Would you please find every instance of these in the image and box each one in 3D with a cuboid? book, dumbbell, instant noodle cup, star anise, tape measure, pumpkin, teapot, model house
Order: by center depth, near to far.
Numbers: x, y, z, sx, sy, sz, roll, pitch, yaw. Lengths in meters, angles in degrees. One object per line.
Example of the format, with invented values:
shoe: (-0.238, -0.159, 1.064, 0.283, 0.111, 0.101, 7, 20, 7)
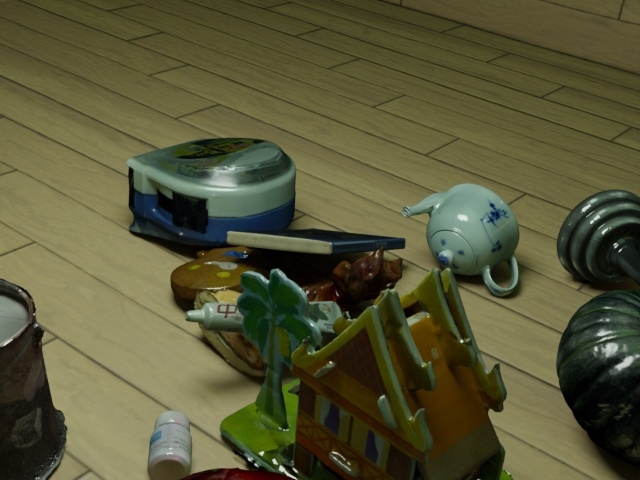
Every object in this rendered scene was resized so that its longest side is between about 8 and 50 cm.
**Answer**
instant noodle cup: (-0.415, 0.170, 1.089, 0.217, 0.207, 0.217, 3, 29, -2)
model house: (0.061, 0.147, 1.117, 0.242, 0.313, 0.358, -18, 36, -40)
pumpkin: (0.430, 0.185, 1.228, 0.250, 0.216, 0.250, 9, 60, -16)
star anise: (0.025, 0.080, 1.420, 0.212, 0.111, 0.196, -12, -5, 8)
dumbbell: (0.529, 0.061, 1.486, 0.179, 0.179, 0.406, -3, 30, -16)
book: (0.000, 0.000, 1.516, 0.191, 0.025, 0.269, 5, 4, 30)
teapot: (0.249, 0.001, 1.588, 0.232, 0.159, 0.159, 43, 38, 6)
tape measure: (-0.176, -0.093, 1.627, 0.262, 0.138, 0.259, 17, 29, 41)

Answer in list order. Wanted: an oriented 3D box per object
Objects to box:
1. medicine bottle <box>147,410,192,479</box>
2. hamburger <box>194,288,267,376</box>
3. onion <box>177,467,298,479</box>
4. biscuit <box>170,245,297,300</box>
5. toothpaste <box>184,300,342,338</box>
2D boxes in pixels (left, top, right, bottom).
medicine bottle: (-0.184, 0.254, 1.136, 0.052, 0.052, 0.089, 2, 29, -7)
hamburger: (-0.099, 0.132, 1.343, 0.102, 0.087, 0.176, -12, 36, -45)
onion: (-0.073, 0.331, 0.804, 0.276, 0.276, 0.276, 4, 29, -3)
biscuit: (-0.141, 0.043, 1.502, 0.180, 0.039, 0.236, 10, 24, 31)
toothpaste: (-0.072, 0.107, 1.271, 0.233, 0.038, 0.060, 4, 53, -24)
